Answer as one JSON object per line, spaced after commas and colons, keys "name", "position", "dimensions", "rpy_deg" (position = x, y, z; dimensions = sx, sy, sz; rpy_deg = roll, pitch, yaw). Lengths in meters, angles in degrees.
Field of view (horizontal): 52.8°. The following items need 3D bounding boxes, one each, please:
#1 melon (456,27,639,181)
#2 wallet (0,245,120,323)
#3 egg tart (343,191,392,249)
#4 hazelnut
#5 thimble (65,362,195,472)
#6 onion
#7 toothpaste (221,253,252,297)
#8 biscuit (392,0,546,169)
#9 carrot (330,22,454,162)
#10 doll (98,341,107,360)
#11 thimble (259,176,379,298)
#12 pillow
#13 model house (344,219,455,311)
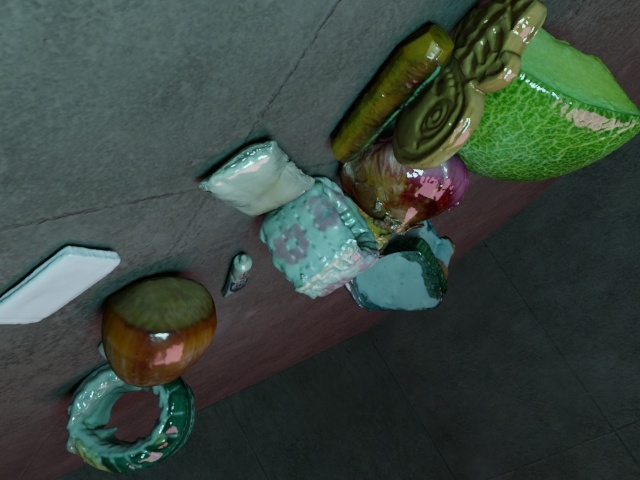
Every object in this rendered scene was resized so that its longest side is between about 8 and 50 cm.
{"name": "melon", "position": [0.321, -0.216, 1.127], "dimensions": [0.331, 0.226, 0.343], "rpy_deg": [14, 150, -11]}
{"name": "wallet", "position": [-0.391, 0.066, 0.942], "dimensions": [0.183, 0.032, 0.124], "rpy_deg": [-34, 165, 14]}
{"name": "egg tart", "position": [0.058, -0.012, 1.416], "dimensions": [0.290, 0.115, 0.290], "rpy_deg": [-28, 165, -8]}
{"name": "hazelnut", "position": [-0.287, 0.166, 1.151], "dimensions": [0.214, 0.176, 0.214], "rpy_deg": [-19, 122, -33]}
{"name": "thimble", "position": [-0.442, 0.408, 1.500], "dimensions": [0.288, 0.254, 0.167], "rpy_deg": [-28, 164, -5]}
{"name": "onion", "position": [0.149, -0.087, 1.147], "dimensions": [0.230, 0.163, 0.230], "rpy_deg": [2, 157, 1]}
{"name": "toothpaste", "position": [-0.176, 0.076, 1.383], "dimensions": [0.060, 0.038, 0.233], "rpy_deg": [-23, 166, -20]}
{"name": "biscuit", "position": [0.192, -0.224, 0.897], "dimensions": [0.044, 0.202, 0.288], "rpy_deg": [21, 131, -23]}
{"name": "carrot", "position": [0.097, -0.209, 0.955], "dimensions": [0.070, 0.070, 0.260], "rpy_deg": [-18, 161, -41]}
{"name": "doll", "position": [-0.365, 0.207, 1.325], "dimensions": [0.192, 0.095, 0.149], "rpy_deg": [-38, 161, 34]}
{"name": "thimble", "position": [0.000, 0.000, 1.150], "dimensions": [0.149, 0.211, 0.185], "rpy_deg": [-36, 120, 16]}
{"name": "pillow", "position": [-0.091, -0.089, 0.994], "dimensions": [0.128, 0.051, 0.229], "rpy_deg": [-29, 165, 9]}
{"name": "model house", "position": [0.208, 0.016, 1.598], "dimensions": [0.253, 0.184, 0.291], "rpy_deg": [-13, -146, 38]}
